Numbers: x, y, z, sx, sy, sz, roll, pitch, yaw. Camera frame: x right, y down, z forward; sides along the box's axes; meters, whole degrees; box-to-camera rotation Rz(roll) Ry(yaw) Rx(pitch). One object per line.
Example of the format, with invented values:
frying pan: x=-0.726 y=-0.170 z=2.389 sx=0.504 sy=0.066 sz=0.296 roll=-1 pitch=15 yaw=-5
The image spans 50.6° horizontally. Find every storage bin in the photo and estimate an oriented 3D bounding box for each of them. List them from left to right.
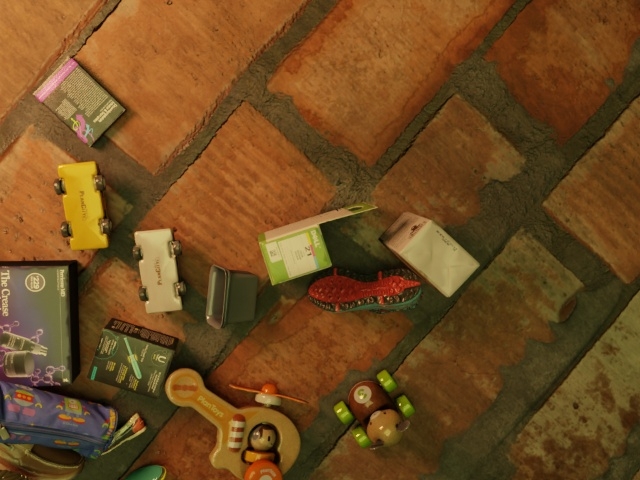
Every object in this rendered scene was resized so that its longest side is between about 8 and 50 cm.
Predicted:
storage bin: x=-0.197 y=0.124 z=1.514 sx=0.091 sy=0.098 sz=0.135 roll=3 pitch=97 yaw=-34

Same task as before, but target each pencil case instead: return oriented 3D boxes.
pencil case: x=-0.580 y=0.380 z=1.420 sx=0.306 sy=0.133 sz=0.119 roll=26 pitch=95 yaw=-37

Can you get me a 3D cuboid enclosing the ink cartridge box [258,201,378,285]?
ink cartridge box: x=0.000 y=0.000 z=1.461 sx=0.255 sy=0.189 sz=0.097 roll=-17 pitch=97 yaw=-4

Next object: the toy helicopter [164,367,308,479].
toy helicopter: x=-0.187 y=0.392 z=1.515 sx=0.355 sy=0.140 sz=0.235 roll=41 pitch=75 yaw=-16

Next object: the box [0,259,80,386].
box: x=-0.624 y=0.177 z=1.461 sx=0.185 sy=0.103 sz=0.261 roll=-1 pitch=96 yaw=-11

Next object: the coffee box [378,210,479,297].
coffee box: x=0.226 y=0.023 z=1.457 sx=0.141 sy=0.246 sz=0.098 roll=42 pitch=92 yaw=-8

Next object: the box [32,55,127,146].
box: x=-0.516 y=-0.297 z=1.455 sx=0.116 sy=0.029 sz=0.162 roll=-45 pitch=98 yaw=2

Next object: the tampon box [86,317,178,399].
tampon box: x=-0.411 y=0.259 z=1.497 sx=0.161 sy=0.101 sz=0.120 roll=20 pitch=95 yaw=-9

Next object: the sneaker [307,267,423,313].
sneaker: x=0.101 y=0.133 z=1.530 sx=0.262 sy=0.125 sz=0.104 roll=-1 pitch=63 yaw=17

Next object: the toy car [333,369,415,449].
toy car: x=0.135 y=0.406 z=1.525 sx=0.155 sy=0.188 sz=0.149 roll=-36 pitch=99 yaw=-1

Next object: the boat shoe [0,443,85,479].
boat shoe: x=-0.670 y=0.431 z=1.479 sx=0.325 sy=0.123 sz=0.116 roll=23 pitch=100 yaw=-10

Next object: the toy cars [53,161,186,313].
toy cars: x=-0.426 y=-0.009 z=1.475 sx=0.394 sy=0.087 sz=0.176 roll=43 pitch=96 yaw=-12

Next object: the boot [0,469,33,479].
boot: x=-0.746 y=0.562 z=1.449 sx=0.236 sy=0.269 sz=0.089 roll=20 pitch=50 yaw=-23

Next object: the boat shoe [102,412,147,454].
boat shoe: x=-0.465 y=0.445 z=1.542 sx=0.137 sy=0.049 sz=0.043 roll=-30 pitch=96 yaw=-4

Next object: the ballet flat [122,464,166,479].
ballet flat: x=-0.448 y=0.590 z=1.556 sx=0.231 sy=0.077 sz=0.077 roll=-24 pitch=120 yaw=0
